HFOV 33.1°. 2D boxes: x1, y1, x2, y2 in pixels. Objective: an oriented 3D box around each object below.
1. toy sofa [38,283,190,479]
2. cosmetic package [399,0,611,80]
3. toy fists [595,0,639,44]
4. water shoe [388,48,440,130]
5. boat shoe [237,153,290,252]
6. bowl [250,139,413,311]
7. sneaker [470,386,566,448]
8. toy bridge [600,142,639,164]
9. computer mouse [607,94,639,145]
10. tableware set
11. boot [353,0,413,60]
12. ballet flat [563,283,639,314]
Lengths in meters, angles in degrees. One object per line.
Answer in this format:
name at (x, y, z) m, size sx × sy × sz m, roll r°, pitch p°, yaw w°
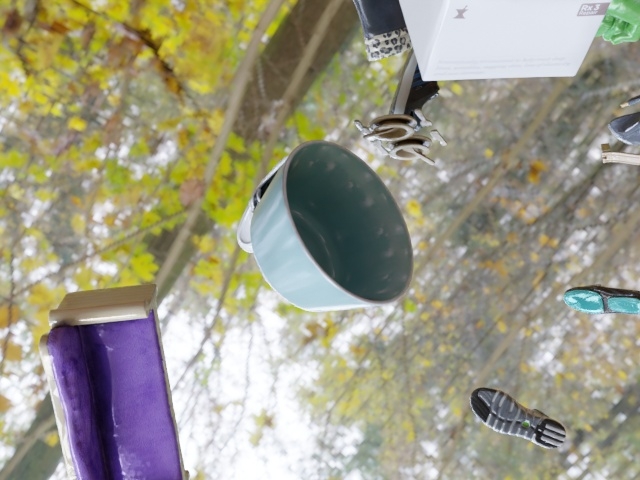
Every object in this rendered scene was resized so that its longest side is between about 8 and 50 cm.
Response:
toy sofa at (-0.304, 0.260, 1.635) m, size 0.150 × 0.362 × 0.177 m, roll -6°, pitch -163°, yaw 3°
cosmetic package at (0.201, -0.395, 1.374) m, size 0.217 × 0.156 × 0.385 m, roll -2°, pitch -122°, yaw -11°
toy fists at (0.547, -0.389, 1.767) m, size 0.279 × 0.142 × 0.096 m, roll -3°, pitch -120°, yaw -2°
water shoe at (0.196, -0.309, 2.107) m, size 0.080 × 0.203 × 0.073 m, roll 21°, pitch 170°, yaw -6°
boat shoe at (-0.095, -0.076, 2.035) m, size 0.095 × 0.258 × 0.084 m, roll 47°, pitch -151°, yaw 22°
bowl at (0.000, 0.000, 1.864) m, size 0.311 × 0.163 × 0.311 m, roll 29°, pitch -135°, yaw -33°
sneaker at (0.441, 0.401, 2.452) m, size 0.229 × 0.086 × 0.132 m, roll 28°, pitch -178°, yaw 5°
toy bridge at (0.581, -0.152, 1.853) m, size 0.188 × 0.026 × 0.063 m, roll -4°, pitch -151°, yaw 14°
computer mouse at (0.679, -0.247, 2.249) m, size 0.184 × 0.262 × 0.060 m, roll 12°, pitch -103°, yaw -31°
tableware set at (0.146, -0.179, 1.956) m, size 0.194 × 0.128 × 0.039 m, roll 35°, pitch -130°, yaw -64°
boot at (0.124, -0.390, 1.651) m, size 0.236 × 0.085 × 0.178 m, roll -31°, pitch -69°, yaw -38°
ballet flat at (0.679, 0.138, 2.541) m, size 0.203 × 0.074 × 0.074 m, roll 4°, pitch -173°, yaw 36°
